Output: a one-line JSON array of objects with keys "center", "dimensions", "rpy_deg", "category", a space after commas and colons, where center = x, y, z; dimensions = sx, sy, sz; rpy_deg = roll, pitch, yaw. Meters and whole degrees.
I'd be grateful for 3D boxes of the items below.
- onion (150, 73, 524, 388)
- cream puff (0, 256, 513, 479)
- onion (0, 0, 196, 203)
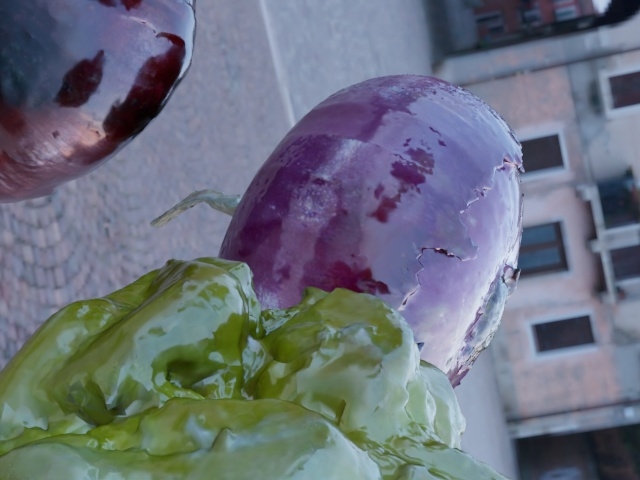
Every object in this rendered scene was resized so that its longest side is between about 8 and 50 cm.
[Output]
[{"center": [0.033, 0.007, 1.107], "dimensions": [0.345, 0.358, 0.358], "rpy_deg": [37, 16, -3], "category": "onion"}, {"center": [-0.025, 0.148, 0.676], "dimensions": [0.291, 0.324, 0.257], "rpy_deg": [74, 24, -46], "category": "cream puff"}, {"center": [-0.281, -0.209, 1.009], "dimensions": [0.285, 0.348, 0.347], "rpy_deg": [23, 55, -58], "category": "onion"}]
